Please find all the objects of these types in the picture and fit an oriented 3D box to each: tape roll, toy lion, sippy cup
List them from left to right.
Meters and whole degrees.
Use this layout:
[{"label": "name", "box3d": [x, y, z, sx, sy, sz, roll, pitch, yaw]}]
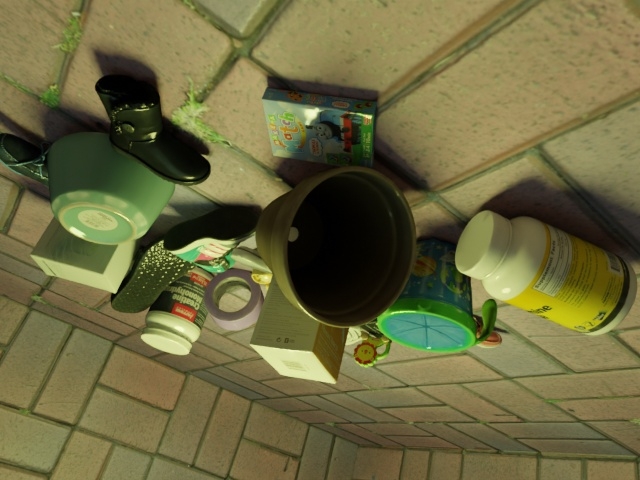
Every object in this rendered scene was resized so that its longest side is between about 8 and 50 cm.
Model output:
[{"label": "tape roll", "box3d": [-0.283, 0.194, 1.647, 0.188, 0.189, 0.080, 10, 149, 11]}, {"label": "toy lion", "box3d": [0.143, 0.307, 1.396, 0.100, 0.096, 0.034, 1, 148, 24]}, {"label": "sippy cup", "box3d": [0.272, 0.127, 1.231, 0.240, 0.224, 0.305, -11, 140, 38]}]

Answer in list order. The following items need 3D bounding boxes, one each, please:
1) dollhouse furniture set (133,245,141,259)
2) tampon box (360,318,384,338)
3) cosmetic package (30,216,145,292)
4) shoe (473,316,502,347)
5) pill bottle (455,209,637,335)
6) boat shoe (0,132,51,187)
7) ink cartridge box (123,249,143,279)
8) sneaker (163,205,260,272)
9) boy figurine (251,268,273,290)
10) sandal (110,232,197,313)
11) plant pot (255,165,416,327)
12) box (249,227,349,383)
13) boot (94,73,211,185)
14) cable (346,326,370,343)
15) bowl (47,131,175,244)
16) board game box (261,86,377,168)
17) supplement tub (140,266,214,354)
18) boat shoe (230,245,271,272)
[{"label": "dollhouse furniture set", "box3d": [-0.681, 0.009, 1.661, 0.151, 0.059, 0.076, 34, 145, -27]}, {"label": "tampon box", "box3d": [0.191, 0.187, 1.431, 0.101, 0.161, 0.120, -16, 138, 43]}, {"label": "cosmetic package", "box3d": [-0.684, 0.008, 1.495, 0.224, 0.224, 0.138, 15, 150, 2]}, {"label": "shoe", "box3d": [0.481, 0.279, 1.540, 0.177, 0.064, 0.081, 18, 155, 6]}, {"label": "pill bottle", "box3d": [0.469, 0.063, 1.064, 0.333, 0.188, 0.188, 22, 149, -9]}, {"label": "boat shoe", "box3d": [-0.719, -0.205, 1.309, 0.089, 0.109, 0.258, -6, 160, 21]}, {"label": "ink cartridge box", "box3d": [-0.692, 0.101, 1.744, 0.231, 0.134, 0.078, 3, 148, 21]}, {"label": "sneaker", "box3d": [-0.267, 0.008, 1.402, 0.295, 0.124, 0.178, -11, 152, 20]}, {"label": "boy figurine", "box3d": [-0.098, 0.163, 1.546, 0.177, 0.092, 0.285, -17, 121, 42]}, {"label": "sandal", "box3d": [-0.522, 0.075, 1.573, 0.445, 0.107, 0.167, -38, 140, 26]}, {"label": "plant pot", "box3d": [0.000, 0.000, 1.097, 0.323, 0.323, 0.280, 35, 169, -29]}, {"label": "box", "box3d": [-0.022, 0.163, 1.311, 0.168, 0.345, 0.215, 2, 148, 22]}, {"label": "boot", "box3d": [-0.350, -0.231, 1.067, 0.246, 0.094, 0.207, 25, 153, -3]}, {"label": "cable", "box3d": [0.025, 0.283, 1.745, 0.257, 0.089, 0.257, 24, 149, -11]}, {"label": "bowl", "box3d": [-0.532, -0.101, 1.241, 0.311, 0.163, 0.312, 1, 149, 0]}, {"label": "board game box", "box3d": [0.001, -0.215, 0.979, 0.211, 0.039, 0.160, 11, 150, 10]}, {"label": "supplement tub", "box3d": [-0.485, 0.235, 1.728, 0.191, 0.272, 0.191, 12, 150, 7]}, {"label": "boat shoe", "box3d": [-0.148, 0.043, 1.382, 0.095, 0.084, 0.258, 10, 170, 30]}]
